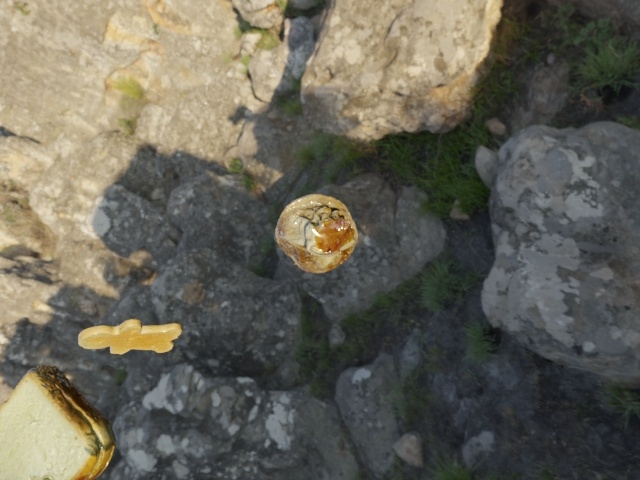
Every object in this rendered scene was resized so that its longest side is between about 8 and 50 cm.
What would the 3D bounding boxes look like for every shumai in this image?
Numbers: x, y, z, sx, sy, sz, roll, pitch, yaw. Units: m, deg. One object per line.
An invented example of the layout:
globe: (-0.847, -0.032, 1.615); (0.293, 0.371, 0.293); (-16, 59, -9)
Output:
shumai: (-0.001, -0.003, 0.772); (0.145, 0.145, 0.116); (-61, 21, 14)

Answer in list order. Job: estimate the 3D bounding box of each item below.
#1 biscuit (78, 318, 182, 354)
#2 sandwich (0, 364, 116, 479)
biscuit: (-0.461, 0.234, 1.165); (0.153, 0.234, 0.030); (-51, 45, 37)
sandwich: (-0.583, 0.435, 0.975); (0.288, 0.254, 0.099); (-48, -12, -1)
